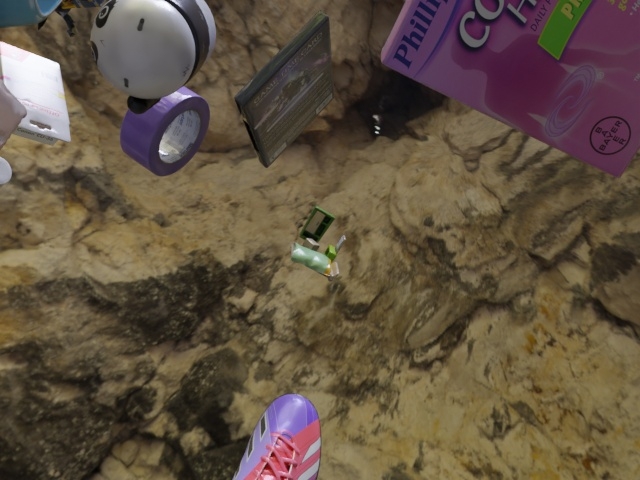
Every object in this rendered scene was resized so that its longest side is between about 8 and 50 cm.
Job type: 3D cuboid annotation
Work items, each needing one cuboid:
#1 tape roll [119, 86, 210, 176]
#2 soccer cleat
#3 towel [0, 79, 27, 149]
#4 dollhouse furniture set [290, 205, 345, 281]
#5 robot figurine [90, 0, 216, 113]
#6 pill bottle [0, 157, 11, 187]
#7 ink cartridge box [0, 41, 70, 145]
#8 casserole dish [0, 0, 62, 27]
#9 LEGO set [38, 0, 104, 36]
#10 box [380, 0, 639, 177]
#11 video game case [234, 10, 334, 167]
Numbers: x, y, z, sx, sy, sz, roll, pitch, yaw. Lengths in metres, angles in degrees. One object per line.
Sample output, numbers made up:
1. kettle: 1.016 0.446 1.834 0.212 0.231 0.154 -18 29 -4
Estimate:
1. tape roll: -0.322 -0.234 1.321 0.080 0.189 0.189 32 -77 14
2. soccer cleat: -0.074 0.331 0.812 0.108 0.318 0.116 17 -37 11
3. towel: -0.545 -0.157 0.754 0.053 0.332 0.317 11 -118 23
4. dollhouse furniture set: 0.000 0.000 0.977 0.076 0.152 0.059 30 -75 -11
5. robot figurine: -0.278 -0.344 1.067 0.173 0.278 0.209 -18 -64 14
6. pill bottle: -0.795 -0.147 1.468 0.160 0.087 0.087 -9 -84 31
7. ink cartridge box: -0.523 -0.247 1.128 0.067 0.115 0.198 -38 -123 29
8. casserole dish: -0.219 -0.248 0.506 0.037 0.188 0.114 13 -41 -2
9. LEGO set: -0.428 -0.534 1.051 0.192 0.255 0.331 7 -112 28
10. box: 0.209 -0.212 0.567 0.243 0.117 0.214 25 -67 -4
11. video game case: -0.051 -0.246 1.085 0.026 0.274 0.196 41 -98 12
